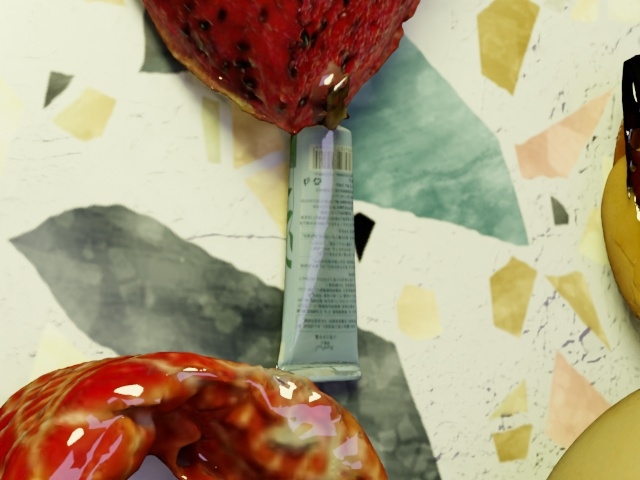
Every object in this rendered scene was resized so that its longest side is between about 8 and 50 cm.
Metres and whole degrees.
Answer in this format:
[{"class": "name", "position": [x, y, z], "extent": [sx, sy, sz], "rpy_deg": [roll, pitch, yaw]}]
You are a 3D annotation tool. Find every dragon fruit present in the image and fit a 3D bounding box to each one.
[{"class": "dragon fruit", "position": [0.018, -0.264, 1.255], "extent": [0.330, 0.240, 0.302], "rpy_deg": [-28, 107, -19]}]

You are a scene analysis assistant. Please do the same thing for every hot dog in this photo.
[{"class": "hot dog", "position": [0.356, -0.010, 1.460], "extent": [0.194, 0.107, 0.326], "rpy_deg": [8, 70, -34]}]

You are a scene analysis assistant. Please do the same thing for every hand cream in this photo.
[{"class": "hand cream", "position": [0.000, 0.000, 1.315], "extent": [0.088, 0.055, 0.256], "rpy_deg": [2, 84, -33]}]

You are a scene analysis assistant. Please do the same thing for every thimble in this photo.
[{"class": "thimble", "position": [-0.118, 0.257, 1.127], "extent": [0.350, 0.230, 0.350], "rpy_deg": [3, 83, -25]}]

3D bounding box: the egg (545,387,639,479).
[{"class": "egg", "position": [0.332, 0.290, 1.293], "extent": [0.301, 0.301, 0.374], "rpy_deg": [42, 67, -15]}]
